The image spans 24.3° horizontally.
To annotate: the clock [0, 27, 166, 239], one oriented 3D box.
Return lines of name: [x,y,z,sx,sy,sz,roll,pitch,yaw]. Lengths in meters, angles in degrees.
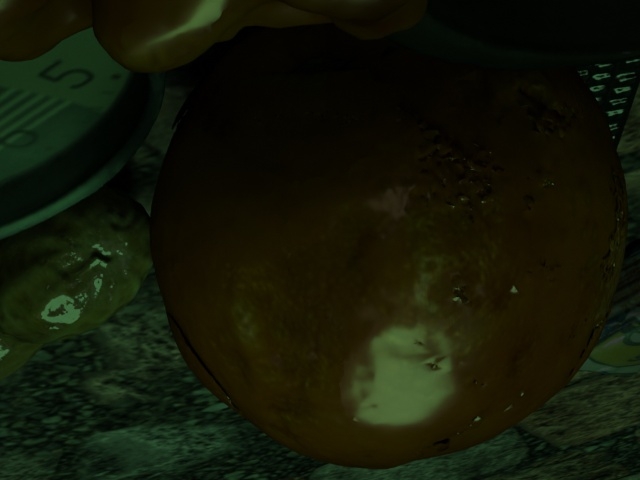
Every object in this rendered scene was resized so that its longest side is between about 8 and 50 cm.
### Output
clock: [-0.226,-0.078,0.662,0.325,0.067,0.325,-11,156,-5]

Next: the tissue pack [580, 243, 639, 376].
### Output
tissue pack: [0.262,0.053,1.190,0.116,0.065,0.155,11,147,-44]

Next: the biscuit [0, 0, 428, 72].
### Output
biscuit: [-0.100,-0.176,0.303,0.318,0.110,0.312,-6,122,9]

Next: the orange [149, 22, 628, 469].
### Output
orange: [0.032,-0.007,0.744,0.240,0.240,0.240,-11,156,-5]

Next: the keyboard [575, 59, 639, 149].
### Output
keyboard: [0.147,-0.070,0.923,0.101,0.018,0.309,-10,156,-4]

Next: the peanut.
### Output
peanut: [-0.177,0.033,0.895,0.193,0.089,0.089,-33,149,33]

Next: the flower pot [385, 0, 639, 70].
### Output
flower pot: [0.108,-0.188,0.479,0.269,0.166,0.269,-14,156,-6]
